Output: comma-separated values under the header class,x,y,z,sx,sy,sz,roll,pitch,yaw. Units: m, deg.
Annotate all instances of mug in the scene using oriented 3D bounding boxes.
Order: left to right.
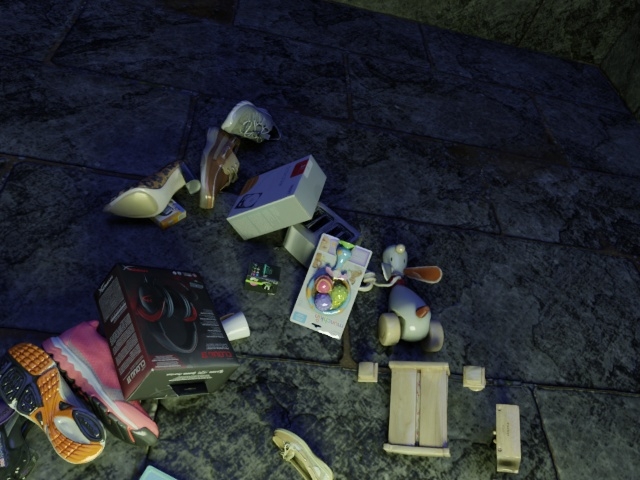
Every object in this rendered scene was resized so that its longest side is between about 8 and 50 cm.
class,x,y,z,sx,sy,sz,roll,pitch,yaw
mug,-0.209,0.207,1.198,0.064,0.078,0.062,-19,90,-21

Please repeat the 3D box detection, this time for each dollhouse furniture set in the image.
class,x,y,z,sx,sy,sz,roll,pitch,yaw
dollhouse furniture set,0.258,0.448,1.142,0.355,0.174,0.303,-2,58,19

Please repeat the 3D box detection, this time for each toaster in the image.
class,x,y,z,sx,sy,sz,roll,pitch,yaw
toaster,0.000,0.000,1.402,0.168,0.110,0.185,40,50,19

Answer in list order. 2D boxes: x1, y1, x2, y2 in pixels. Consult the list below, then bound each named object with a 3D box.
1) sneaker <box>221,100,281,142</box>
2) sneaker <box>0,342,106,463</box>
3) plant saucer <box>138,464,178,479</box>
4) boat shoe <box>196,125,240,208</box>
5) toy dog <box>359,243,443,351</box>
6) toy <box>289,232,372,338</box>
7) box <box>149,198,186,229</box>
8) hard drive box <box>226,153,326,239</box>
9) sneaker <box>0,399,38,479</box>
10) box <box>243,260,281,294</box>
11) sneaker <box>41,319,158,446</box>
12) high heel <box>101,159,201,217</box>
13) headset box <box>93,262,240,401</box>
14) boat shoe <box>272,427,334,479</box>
class,x,y,z,sx,sy,sz,roll,pitch,yaw
sneaker,-0.206,-0.367,1.612,0.115,0.105,0.281,45,25,8
sneaker,-0.501,0.310,0.951,0.099,0.121,0.262,-37,80,-27
plant saucer,-0.256,0.495,0.946,0.192,0.018,0.067,26,47,4
boat shoe,-0.294,-0.220,1.497,0.116,0.123,0.325,10,49,-12
toy dog,0.223,0.128,1.327,0.220,0.161,0.334,-11,54,-26
toy,0.028,0.112,1.265,0.136,0.056,0.237,21,81,1
box,-0.446,-0.094,1.397,0.136,0.028,0.081,39,50,15
hard drive box,-0.117,-0.116,1.386,0.089,0.232,0.181,54,35,-31
sneaker,-0.560,0.405,0.872,0.124,0.107,0.283,5,48,-22
box,-0.149,0.096,1.301,0.083,0.062,0.052,11,48,-8
sneaker,-0.415,0.271,1.018,0.313,0.116,0.136,38,52,16
high heel,-0.467,-0.145,1.386,0.261,0.093,0.186,-20,34,-16
headset box,-0.317,0.199,1.061,0.218,0.110,0.293,14,36,-49
boat shoe,-0.043,0.447,1.033,0.153,0.056,0.048,42,45,10
